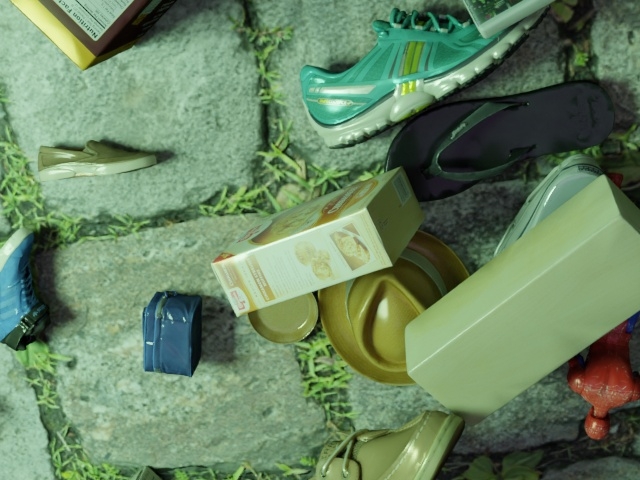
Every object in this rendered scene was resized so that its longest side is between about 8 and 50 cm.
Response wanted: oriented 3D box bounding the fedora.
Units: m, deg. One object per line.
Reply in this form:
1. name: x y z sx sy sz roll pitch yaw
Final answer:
1. fedora: 0.084 0.083 1.242 0.194 0.079 0.194 2 107 5

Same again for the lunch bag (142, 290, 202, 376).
1. lunch bag: -0.174 0.104 1.281 0.065 0.067 0.098 4 106 4

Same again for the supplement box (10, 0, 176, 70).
1. supplement box: -0.192 -0.290 1.096 0.194 0.191 0.129 -43 98 15

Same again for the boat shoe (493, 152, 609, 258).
1. boat shoe: 0.235 0.023 1.206 0.095 0.084 0.258 29 116 -6

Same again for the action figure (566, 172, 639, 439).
1. action figure: 0.319 0.076 1.221 0.092 0.139 0.280 10 86 6

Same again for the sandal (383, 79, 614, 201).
1. sandal: 0.184 -0.110 1.185 0.255 0.054 0.097 -20 104 11

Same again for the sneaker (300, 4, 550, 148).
1. sneaker: 0.104 -0.193 1.148 0.275 0.107 0.110 -26 93 13

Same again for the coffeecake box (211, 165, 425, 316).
1. coffeecake box: 0.000 0.000 1.173 0.186 0.142 0.068 -20 103 25

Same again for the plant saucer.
1. plant saucer: -0.044 0.079 1.287 0.083 0.015 0.083 2 108 5

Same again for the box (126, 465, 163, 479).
1. box: -0.163 0.417 1.362 0.275 0.094 0.113 44 106 -7

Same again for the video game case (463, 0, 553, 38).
1. video game case: 0.209 -0.309 1.085 0.190 0.022 0.173 -28 61 13

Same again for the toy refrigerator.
1. toy refrigerator: 0.218 0.063 1.130 0.102 0.094 0.269 41 115 -20

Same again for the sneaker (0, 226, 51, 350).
1. sneaker: -0.341 0.061 1.288 0.085 0.058 0.152 30 112 2

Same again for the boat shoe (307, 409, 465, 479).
1. boat shoe: 0.042 0.269 1.226 0.110 0.121 0.341 39 138 4

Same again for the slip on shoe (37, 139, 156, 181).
1. slip on shoe: -0.251 -0.092 1.242 0.135 0.051 0.041 -5 95 14
